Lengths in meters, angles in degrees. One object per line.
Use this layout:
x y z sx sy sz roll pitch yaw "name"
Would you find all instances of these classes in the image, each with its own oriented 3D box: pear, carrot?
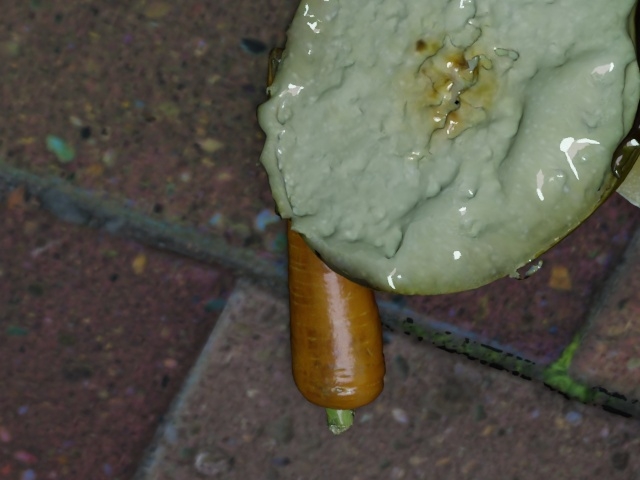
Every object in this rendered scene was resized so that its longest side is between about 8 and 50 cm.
0.111 -0.078 1.176 0.267 0.267 0.178 -51 150 10 "pear"
0.000 0.000 1.245 0.061 0.061 0.257 -12 108 -10 "carrot"

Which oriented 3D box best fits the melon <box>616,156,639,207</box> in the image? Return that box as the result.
0.251 -0.085 1.264 0.139 0.093 0.202 33 73 -52 "melon"
